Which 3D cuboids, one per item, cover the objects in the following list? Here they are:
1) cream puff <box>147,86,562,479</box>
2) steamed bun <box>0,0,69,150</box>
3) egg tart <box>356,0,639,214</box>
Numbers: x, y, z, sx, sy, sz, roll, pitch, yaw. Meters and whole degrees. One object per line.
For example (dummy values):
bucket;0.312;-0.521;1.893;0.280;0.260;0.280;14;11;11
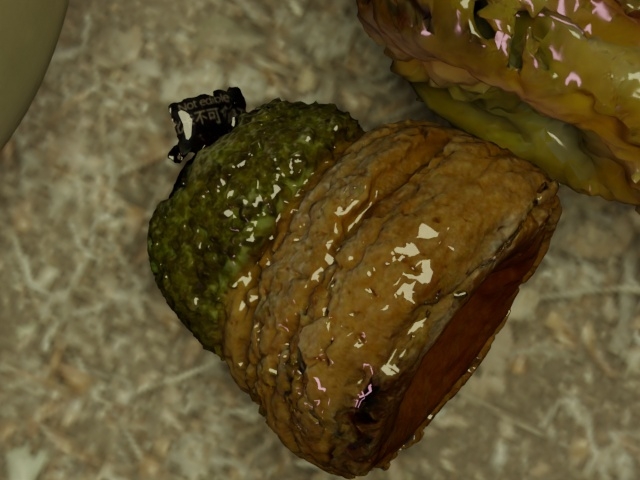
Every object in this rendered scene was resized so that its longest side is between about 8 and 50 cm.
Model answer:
cream puff;0.000;0.000;0.865;0.169;0.183;0.183;36;82;15
steamed bun;-0.213;-0.151;0.759;0.206;0.324;0.324;8;85;15
egg tart;0.118;-0.076;0.833;0.279;0.279;0.095;25;87;-6
